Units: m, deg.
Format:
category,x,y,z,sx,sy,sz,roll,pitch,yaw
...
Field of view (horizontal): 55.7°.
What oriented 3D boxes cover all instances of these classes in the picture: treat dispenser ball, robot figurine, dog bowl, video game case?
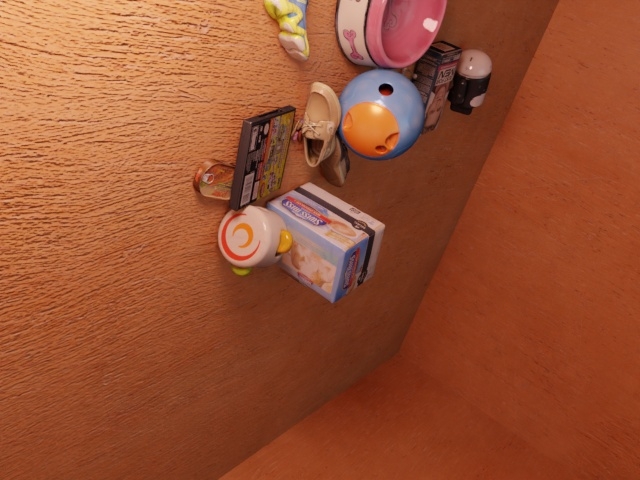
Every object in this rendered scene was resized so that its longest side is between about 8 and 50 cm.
category,x,y,z,sx,sy,sz,roll,pitch,yaw
treat dispenser ball,0.191,-0.401,1.947,0.288,0.288,0.288,-41,150,-31
robot figurine,0.640,-0.689,2.624,0.173,0.209,0.278,-7,136,-11
dog bowl,0.235,-0.715,1.856,0.407,0.150,0.408,-33,141,-31
video game case,-0.170,-0.246,1.789,0.248,0.035,0.275,-37,146,-55

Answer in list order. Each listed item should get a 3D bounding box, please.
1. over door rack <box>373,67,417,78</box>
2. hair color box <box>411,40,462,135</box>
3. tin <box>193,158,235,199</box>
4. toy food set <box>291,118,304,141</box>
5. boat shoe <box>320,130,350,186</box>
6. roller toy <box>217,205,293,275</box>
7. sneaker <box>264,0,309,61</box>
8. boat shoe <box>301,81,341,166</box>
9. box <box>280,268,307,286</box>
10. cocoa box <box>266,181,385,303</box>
category,x,y,z,sx,sy,sz,roll,pitch,yaw
over door rack,0.230,-0.488,2.194,0.239,0.108,0.324,4,115,-60
hair color box,0.439,-0.608,2.431,0.173,0.105,0.348,-29,143,-44
tin,-0.287,-0.172,1.718,0.189,0.040,0.106,6,109,-63
toy food set,-0.064,-0.349,1.934,0.078,0.019,0.122,-62,161,9
boat shoe,0.049,-0.302,2.100,0.092,0.102,0.285,-59,154,-25
roller toy,-0.201,-0.011,1.861,0.209,0.191,0.146,-35,163,21
sneaker,-0.057,-0.588,1.599,0.126,0.091,0.240,-53,153,-11
boat shoe,-0.007,-0.352,1.885,0.098,0.109,0.302,-54,162,-31
box,-0.075,0.105,2.318,0.101,0.102,0.087,-56,152,-5
cocoa box,0.000,0.000,2.051,0.228,0.347,0.232,-30,143,-43
